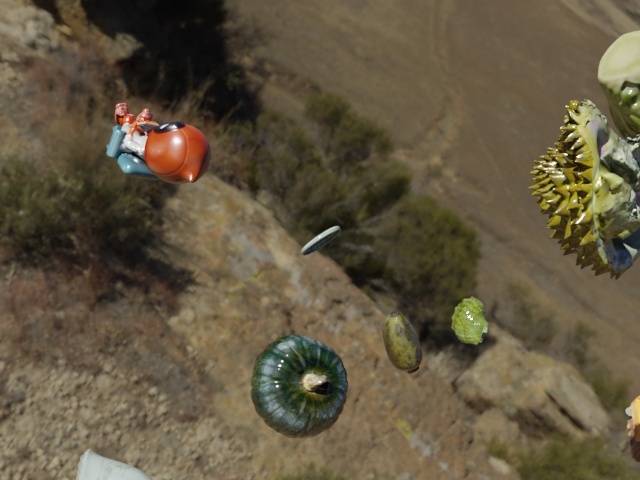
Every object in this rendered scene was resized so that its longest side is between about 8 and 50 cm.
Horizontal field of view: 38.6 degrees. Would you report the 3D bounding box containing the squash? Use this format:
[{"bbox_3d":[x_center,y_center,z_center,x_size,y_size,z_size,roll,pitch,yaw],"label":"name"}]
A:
[{"bbox_3d":[-0.044,0.301,1.897,0.218,0.218,0.172,41,-6,5],"label":"squash"}]

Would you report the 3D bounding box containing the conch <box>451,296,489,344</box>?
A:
[{"bbox_3d":[0.300,0.164,1.829,0.074,0.089,0.121,1,30,-21],"label":"conch"}]

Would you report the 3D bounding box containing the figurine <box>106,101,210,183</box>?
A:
[{"bbox_3d":[-0.176,-0.100,1.001,0.140,0.075,0.068,26,10,40],"label":"figurine"}]

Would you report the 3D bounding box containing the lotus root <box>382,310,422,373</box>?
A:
[{"bbox_3d":[0.190,0.243,2.160,0.089,0.080,0.179,49,-18,61],"label":"lotus root"}]

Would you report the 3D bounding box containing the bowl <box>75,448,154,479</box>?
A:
[{"bbox_3d":[-0.279,0.473,1.408,0.146,0.313,0.313,-5,38,-6],"label":"bowl"}]

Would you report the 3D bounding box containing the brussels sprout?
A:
[{"bbox_3d":[0.551,-0.221,1.399,0.271,0.210,0.219,29,20,-22],"label":"brussels sprout"}]

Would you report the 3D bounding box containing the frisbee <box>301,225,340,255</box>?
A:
[{"bbox_3d":[0.000,0.000,2.141,0.014,0.110,0.110,56,30,9],"label":"frisbee"}]

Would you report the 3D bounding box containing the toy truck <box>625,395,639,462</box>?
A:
[{"bbox_3d":[0.666,0.316,1.679,0.135,0.270,0.114,17,43,-5],"label":"toy truck"}]

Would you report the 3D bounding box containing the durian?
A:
[{"bbox_3d":[0.352,-0.058,1.139,0.306,0.166,0.172,35,30,-47],"label":"durian"}]
